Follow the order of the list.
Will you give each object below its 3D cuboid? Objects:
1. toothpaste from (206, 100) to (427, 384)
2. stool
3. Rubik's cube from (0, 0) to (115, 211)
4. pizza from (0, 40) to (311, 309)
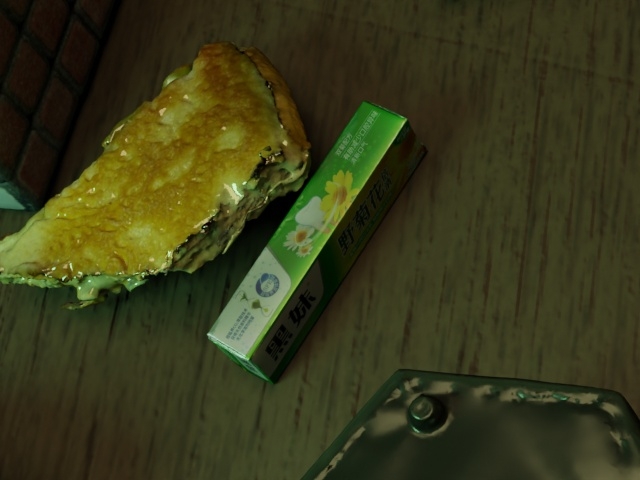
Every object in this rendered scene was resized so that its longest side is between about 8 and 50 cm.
[{"bbox_3d":[0.000,0.000,0.996,0.037,0.043,0.178,27,76,28],"label":"toothpaste"},{"bbox_3d":[0.086,0.182,0.807,0.232,0.141,0.232,-9,61,18],"label":"stool"},{"bbox_3d":[-0.298,-0.177,1.092,0.237,0.238,0.237,7,66,24],"label":"Rubik's cube"},{"bbox_3d":[-0.096,-0.024,1.029,0.226,0.069,0.147,-47,48,-4],"label":"pizza"}]
